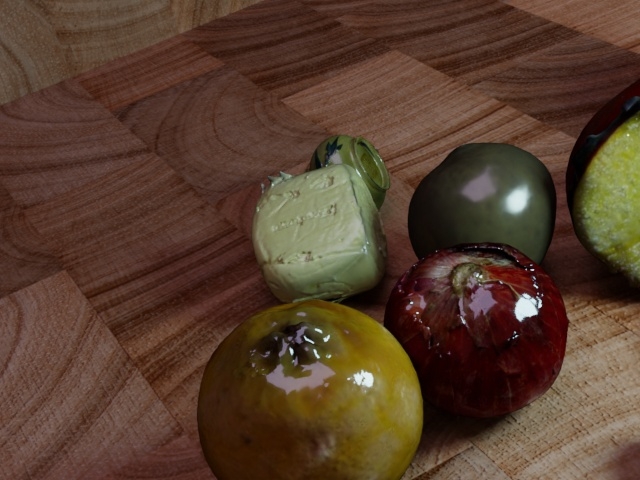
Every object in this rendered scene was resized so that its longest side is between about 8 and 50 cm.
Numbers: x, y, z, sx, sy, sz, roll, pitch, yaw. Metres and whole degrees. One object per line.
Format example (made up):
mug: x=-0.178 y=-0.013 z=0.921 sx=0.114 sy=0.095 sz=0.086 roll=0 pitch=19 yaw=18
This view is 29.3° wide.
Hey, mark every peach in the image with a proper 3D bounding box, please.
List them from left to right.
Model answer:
peach: x=0.595 y=-0.112 z=1.991 sx=0.416 sy=0.339 sz=0.353 roll=-29 pitch=4 yaw=-19

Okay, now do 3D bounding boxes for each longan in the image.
longan: x=0.272 y=-0.038 z=2.063 sx=0.258 sy=0.258 sz=0.258 roll=-11 pitch=31 yaw=7

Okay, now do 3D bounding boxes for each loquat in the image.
loquat: x=-0.016 y=0.235 z=1.698 sx=0.328 sy=0.329 sz=0.328 roll=-11 pitch=31 yaw=7

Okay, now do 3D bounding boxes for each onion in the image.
onion: x=0.230 y=0.132 z=1.823 sx=0.276 sy=0.276 sz=0.276 roll=-11 pitch=31 yaw=7

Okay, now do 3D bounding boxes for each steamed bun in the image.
steamed bun: x=0.000 y=0.000 z=2.200 sx=0.232 sy=0.166 sz=0.273 roll=-23 pitch=50 yaw=10

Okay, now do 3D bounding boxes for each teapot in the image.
teapot: x=0.034 y=-0.114 z=2.404 sx=0.182 sy=0.173 sz=0.269 roll=-30 pitch=14 yaw=24
